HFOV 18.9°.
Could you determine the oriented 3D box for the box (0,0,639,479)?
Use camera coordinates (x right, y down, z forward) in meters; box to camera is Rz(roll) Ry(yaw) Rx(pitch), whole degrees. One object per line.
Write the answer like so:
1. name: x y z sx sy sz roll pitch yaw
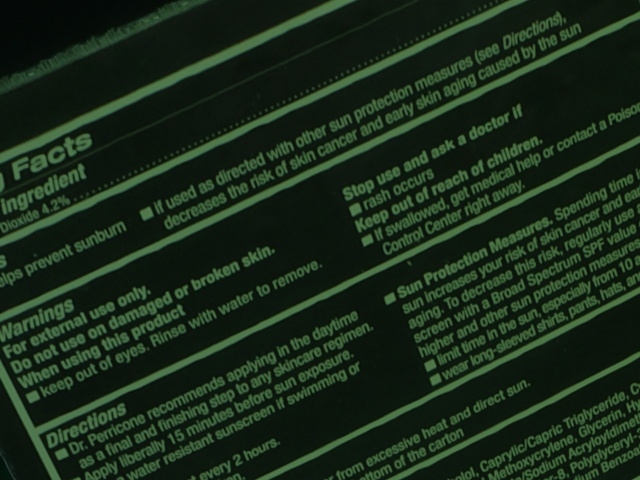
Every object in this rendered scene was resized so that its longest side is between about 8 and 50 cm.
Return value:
1. box: 0.000 0.000 0.762 0.296 0.183 0.294 -25 118 -8
